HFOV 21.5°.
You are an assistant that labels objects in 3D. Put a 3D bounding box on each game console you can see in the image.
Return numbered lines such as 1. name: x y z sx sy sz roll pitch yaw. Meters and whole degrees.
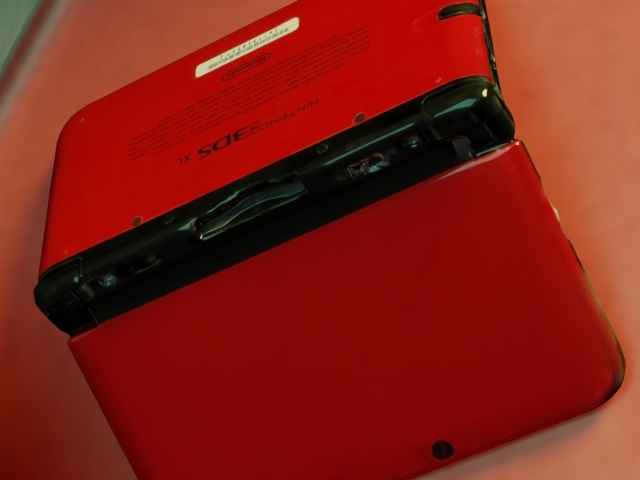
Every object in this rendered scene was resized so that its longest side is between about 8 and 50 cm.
1. game console: 0.000 0.000 0.486 0.144 0.085 0.124 -23 39 18
